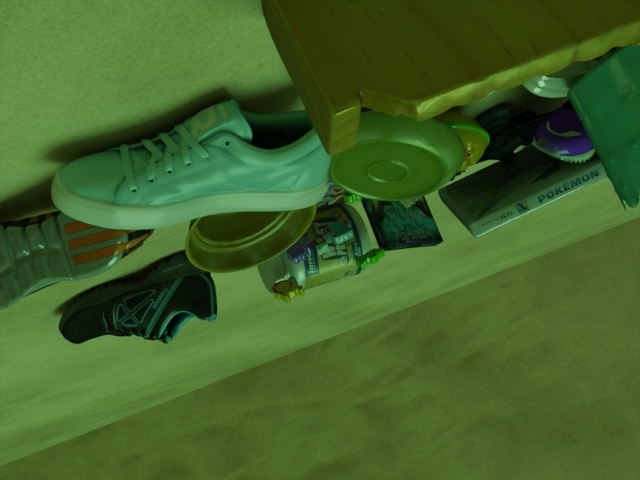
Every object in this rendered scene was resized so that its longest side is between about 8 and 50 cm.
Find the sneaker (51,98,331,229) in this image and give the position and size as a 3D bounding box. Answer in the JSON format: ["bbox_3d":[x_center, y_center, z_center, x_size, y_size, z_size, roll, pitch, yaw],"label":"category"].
[{"bbox_3d":[-0.157,-0.117,1.080,0.366,0.135,0.150,-9,132,-23],"label":"sneaker"}]

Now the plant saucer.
[{"bbox_3d":[0.105,-0.120,1.324,0.241,0.037,0.241,4,153,2],"label":"plant saucer"}]

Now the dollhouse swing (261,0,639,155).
[{"bbox_3d":[0.145,-0.183,0.902,0.347,0.315,0.305,-20,145,-5],"label":"dollhouse swing"}]

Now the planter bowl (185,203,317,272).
[{"bbox_3d":[-0.121,-0.052,1.314,0.217,0.090,0.217,-21,149,-13],"label":"planter bowl"}]

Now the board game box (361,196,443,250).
[{"bbox_3d":[0.164,-0.045,1.704,0.186,0.126,0.026,-5,159,-48],"label":"board game box"}]

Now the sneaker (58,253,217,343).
[{"bbox_3d":[-0.358,0.144,1.644,0.341,0.140,0.125,-24,167,16],"label":"sneaker"}]

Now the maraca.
[{"bbox_3d":[0.186,-0.161,1.380,0.185,0.099,0.127,4,155,-19],"label":"maraca"}]

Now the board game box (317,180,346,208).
[{"bbox_3d":[-0.055,-0.077,1.484,0.281,0.027,0.145,-14,165,-23],"label":"board game box"}]

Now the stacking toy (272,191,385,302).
[{"bbox_3d":[0.000,0.000,1.521,0.221,0.052,0.167,-23,127,-11],"label":"stacking toy"}]

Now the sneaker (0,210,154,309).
[{"bbox_3d":[-0.378,0.015,1.188,0.321,0.125,0.180,-8,-174,14],"label":"sneaker"}]

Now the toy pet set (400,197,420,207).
[{"bbox_3d":[0.179,-0.122,1.603,0.122,0.065,0.114,-49,-179,-36],"label":"toy pet set"}]

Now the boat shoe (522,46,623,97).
[{"bbox_3d":[0.398,-0.286,1.226,0.277,0.098,0.096,-23,168,-29],"label":"boat shoe"}]

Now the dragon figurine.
[{"bbox_3d":[0.327,-0.187,1.492,0.144,0.085,0.289,-5,160,-47],"label":"dragon figurine"}]

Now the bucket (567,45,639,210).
[{"bbox_3d":[0.482,-0.186,1.126,0.281,0.183,0.281,-29,173,-4],"label":"bucket"}]

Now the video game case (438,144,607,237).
[{"bbox_3d":[0.379,-0.117,1.544,0.300,0.036,0.329,-26,-167,4],"label":"video game case"}]

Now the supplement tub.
[{"bbox_3d":[-0.017,0.018,1.645,0.199,0.144,0.144,-16,165,-19],"label":"supplement tub"}]

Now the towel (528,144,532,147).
[{"bbox_3d":[0.582,-0.200,1.898,0.370,0.040,0.271,-19,167,-14],"label":"towel"}]

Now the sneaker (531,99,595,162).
[{"bbox_3d":[0.459,-0.241,1.402,0.293,0.102,0.146,-31,140,-33],"label":"sneaker"}]
